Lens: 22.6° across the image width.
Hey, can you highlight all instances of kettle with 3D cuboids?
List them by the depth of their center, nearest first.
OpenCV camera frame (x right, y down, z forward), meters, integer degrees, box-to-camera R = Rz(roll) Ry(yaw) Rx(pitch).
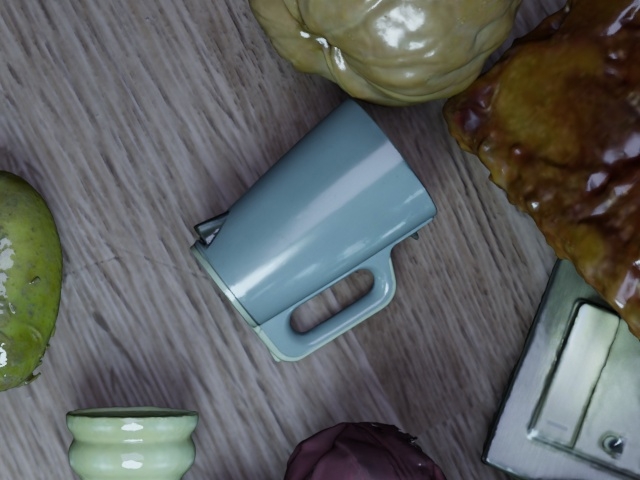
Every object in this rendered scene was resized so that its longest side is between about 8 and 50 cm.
[{"bbox_3d":[0.000,0.000,1.751,0.243,0.160,0.210,-39,115,-1],"label":"kettle"}]

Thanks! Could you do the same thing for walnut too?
[{"bbox_3d":[0.083,-0.281,1.711,0.285,0.296,0.285,-3,96,-31],"label":"walnut"}]

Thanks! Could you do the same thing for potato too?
[{"bbox_3d":[-0.351,0.041,1.721,0.149,0.113,0.251,-5,74,2],"label":"potato"}]

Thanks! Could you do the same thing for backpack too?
[{"bbox_3d":[0.058,0.339,1.606,0.197,0.283,0.317,-5,93,-26],"label":"backpack"}]

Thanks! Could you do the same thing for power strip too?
[{"bbox_3d":[0.330,0.173,1.763,0.251,0.092,0.257,24,82,-4],"label":"power strip"}]

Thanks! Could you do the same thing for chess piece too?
[{"bbox_3d":[-0.198,0.306,1.689,0.144,0.144,0.251,0,89,-5],"label":"chess piece"}]

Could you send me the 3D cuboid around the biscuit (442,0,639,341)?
[{"bbox_3d":[0.368,-0.103,1.680,0.343,0.166,0.395,-42,53,10],"label":"biscuit"}]
